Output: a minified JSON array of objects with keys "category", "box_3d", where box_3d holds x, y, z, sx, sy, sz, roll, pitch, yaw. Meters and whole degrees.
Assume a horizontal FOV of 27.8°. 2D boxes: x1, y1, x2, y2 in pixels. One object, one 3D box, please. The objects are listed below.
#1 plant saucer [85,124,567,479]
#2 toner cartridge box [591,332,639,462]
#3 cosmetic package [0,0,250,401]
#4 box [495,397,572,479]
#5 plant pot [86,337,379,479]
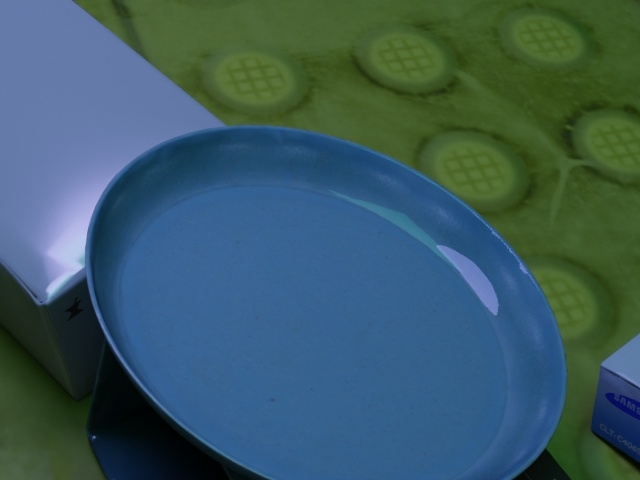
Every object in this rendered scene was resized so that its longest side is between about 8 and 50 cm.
[{"category":"plant saucer","box_3d":[0.004,0.046,0.821,0.317,0.044,0.318,14,41,-12]},{"category":"toner cartridge box","box_3d":[0.390,0.082,1.029,0.347,0.075,0.165,-30,46,-32]},{"category":"cosmetic package","box_3d":[-0.241,-0.079,1.003,0.197,0.155,0.365,-38,65,-23]},{"category":"box","box_3d":[0.007,0.264,0.772,0.381,0.143,0.191,-23,56,-26]},{"category":"plant pot","box_3d":[-0.013,0.114,0.890,0.234,0.166,0.165,-14,52,-30]}]
